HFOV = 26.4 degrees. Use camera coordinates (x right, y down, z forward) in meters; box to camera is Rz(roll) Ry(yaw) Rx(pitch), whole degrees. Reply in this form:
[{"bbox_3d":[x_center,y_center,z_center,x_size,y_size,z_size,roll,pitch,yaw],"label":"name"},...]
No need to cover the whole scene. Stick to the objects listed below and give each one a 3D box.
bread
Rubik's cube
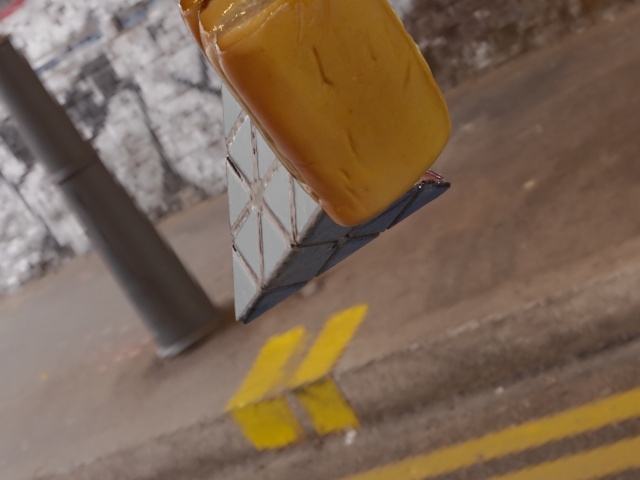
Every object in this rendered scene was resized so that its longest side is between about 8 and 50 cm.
[{"bbox_3d":[0.006,-0.104,0.801,0.116,0.200,0.077,-41,45,-4],"label":"bread"},{"bbox_3d":[0.000,0.000,1.097,0.178,0.190,0.211,-62,33,22],"label":"Rubik's cube"}]
